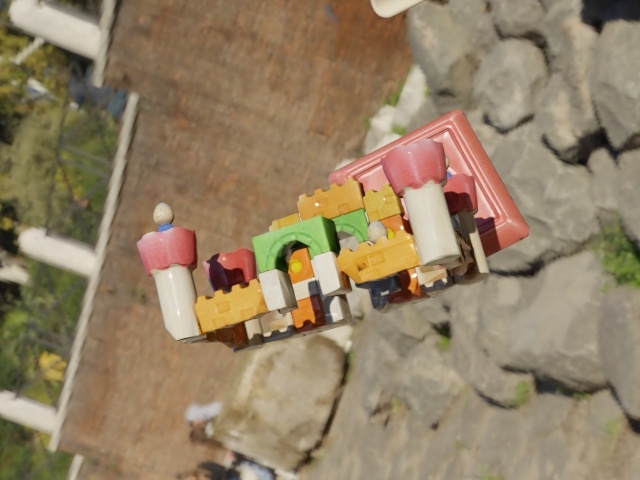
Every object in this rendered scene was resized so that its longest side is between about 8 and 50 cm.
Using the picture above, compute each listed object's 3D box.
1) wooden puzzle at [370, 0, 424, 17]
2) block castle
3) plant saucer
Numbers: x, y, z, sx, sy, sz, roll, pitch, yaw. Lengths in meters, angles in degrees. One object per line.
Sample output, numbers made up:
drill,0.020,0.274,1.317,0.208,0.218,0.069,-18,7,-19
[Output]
wooden puzzle,0.145,-0.475,1.618,0.044,0.221,0.238,40,154,50
block castle,0.000,0.000,1.594,0.303,0.453,0.213,24,-130,-68
plant saucer,0.175,-0.066,1.839,0.258,0.259,0.048,64,-179,18
